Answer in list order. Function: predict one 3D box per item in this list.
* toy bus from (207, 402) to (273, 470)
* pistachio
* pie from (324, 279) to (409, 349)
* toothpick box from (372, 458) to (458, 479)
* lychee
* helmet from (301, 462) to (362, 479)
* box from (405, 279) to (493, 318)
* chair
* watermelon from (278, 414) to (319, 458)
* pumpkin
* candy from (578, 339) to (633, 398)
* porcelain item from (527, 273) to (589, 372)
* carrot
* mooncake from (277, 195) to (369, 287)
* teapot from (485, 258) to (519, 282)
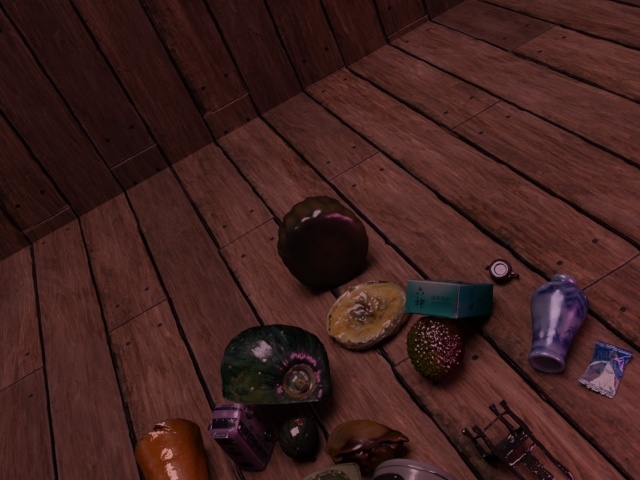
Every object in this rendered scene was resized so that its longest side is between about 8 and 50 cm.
[{"bbox_3d":[-0.206,0.508,1.832,0.096,0.199,0.108,-7,42,25],"label":"toy bus"},{"bbox_3d":[0.113,0.500,1.718,0.210,0.130,0.165,-14,-3,16],"label":"pistachio"},{"bbox_3d":[0.143,0.217,2.110,0.274,0.055,0.274,-17,36,12],"label":"pie"},{"bbox_3d":[0.181,0.637,1.438,0.229,0.229,0.316,-3,43,29],"label":"toothpick box"},{"bbox_3d":[0.299,0.286,1.849,0.171,0.171,0.171,-17,36,13],"label":"lychee"},{"bbox_3d":[0.040,0.619,1.579,0.258,0.137,0.204,-31,29,37],"label":"helmet"},{"bbox_3d":[0.351,0.155,1.910,0.153,0.092,0.245,3,0,34],"label":"box"},{"bbox_3d":[0.439,0.479,1.583,0.106,0.113,0.229,-36,74,-14],"label":"chair"},{"bbox_3d":[-0.057,0.510,1.810,0.105,0.105,0.133,-19,16,10],"label":"watermelon"},{"bbox_3d":[-0.121,0.323,1.912,0.293,0.196,0.263,2,-4,-21],"label":"pumpkin"},{"bbox_3d":[0.678,0.305,1.689,0.088,0.038,0.136,21,62,30],"label":"candy"},{"bbox_3d":[0.594,0.204,1.793,0.141,0.141,0.259,2,53,34],"label":"porcelain item"},{"bbox_3d":[-0.354,0.610,1.816,0.196,0.196,0.254,-32,42,-9],"label":"carrot"},{"bbox_3d":[0.000,0.000,2.279,0.290,0.290,0.161,-28,30,-3],"label":"mooncake"},{"bbox_3d":[0.525,0.091,2.047,0.100,0.045,0.067,17,75,22],"label":"teapot"}]
